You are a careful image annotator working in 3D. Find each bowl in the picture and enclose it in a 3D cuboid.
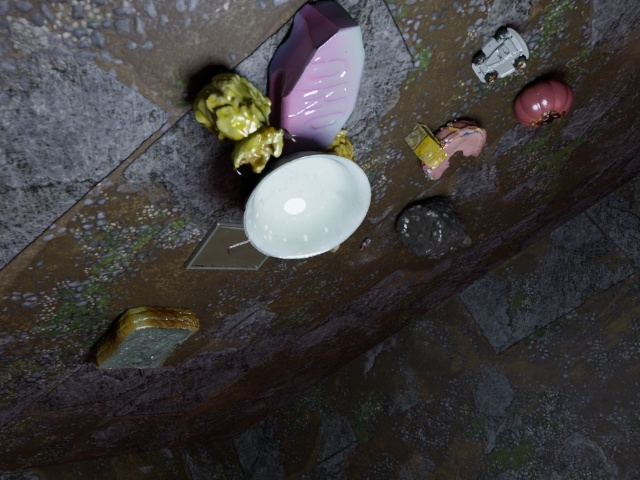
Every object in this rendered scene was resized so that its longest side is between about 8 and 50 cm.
[{"bbox_3d":[-0.048,-0.115,1.181,0.313,0.146,0.313,-13,138,-13],"label":"bowl"}]

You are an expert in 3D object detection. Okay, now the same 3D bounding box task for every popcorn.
[{"bbox_3d":[-0.166,-0.248,1.008,0.173,0.195,0.168,-25,160,2],"label":"popcorn"},{"bbox_3d":[0.025,-0.216,1.310,0.140,0.164,0.194,-15,-173,13],"label":"popcorn"}]

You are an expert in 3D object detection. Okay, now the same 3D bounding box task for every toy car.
[{"bbox_3d":[0.494,-0.493,1.328,0.139,0.112,0.112,-34,170,30],"label":"toy car"}]

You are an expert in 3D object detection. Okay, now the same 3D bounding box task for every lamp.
[{"bbox_3d":[0.715,-0.448,1.569,0.182,0.140,0.182,-12,164,-4],"label":"lamp"}]

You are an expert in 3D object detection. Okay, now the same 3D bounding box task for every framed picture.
[{"bbox_3d":[-0.262,0.025,1.563,0.289,0.020,0.211,5,137,-46],"label":"framed picture"}]

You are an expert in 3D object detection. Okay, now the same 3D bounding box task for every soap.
[{"bbox_3d":[-0.011,-0.349,1.079,0.192,0.109,0.324,-19,150,-20],"label":"soap"}]

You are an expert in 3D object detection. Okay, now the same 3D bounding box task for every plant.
[{"bbox_3d":[0.464,-0.047,1.908,0.312,0.215,0.213,-4,146,-41],"label":"plant"}]

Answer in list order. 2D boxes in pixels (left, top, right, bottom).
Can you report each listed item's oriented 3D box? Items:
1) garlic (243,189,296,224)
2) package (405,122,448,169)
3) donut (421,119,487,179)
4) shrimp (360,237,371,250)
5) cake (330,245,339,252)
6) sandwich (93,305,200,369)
[{"bbox_3d":[-0.111,-0.132,1.335,0.199,0.199,0.226,2,110,-44],"label":"garlic"},{"bbox_3d":[0.319,-0.285,1.469,0.047,0.131,0.071,-1,144,-50],"label":"package"},{"bbox_3d":[0.426,-0.306,1.579,0.232,0.085,0.199,-28,153,-2],"label":"donut"},{"bbox_3d":[0.179,0.020,1.956,0.038,0.029,0.092,-22,155,-14],"label":"shrimp"},{"bbox_3d":[0.000,0.000,1.762,0.140,0.055,0.051,15,133,-30],"label":"cake"},{"bbox_3d":[-0.609,0.345,1.692,0.301,0.099,0.271,-43,149,27],"label":"sandwich"}]
